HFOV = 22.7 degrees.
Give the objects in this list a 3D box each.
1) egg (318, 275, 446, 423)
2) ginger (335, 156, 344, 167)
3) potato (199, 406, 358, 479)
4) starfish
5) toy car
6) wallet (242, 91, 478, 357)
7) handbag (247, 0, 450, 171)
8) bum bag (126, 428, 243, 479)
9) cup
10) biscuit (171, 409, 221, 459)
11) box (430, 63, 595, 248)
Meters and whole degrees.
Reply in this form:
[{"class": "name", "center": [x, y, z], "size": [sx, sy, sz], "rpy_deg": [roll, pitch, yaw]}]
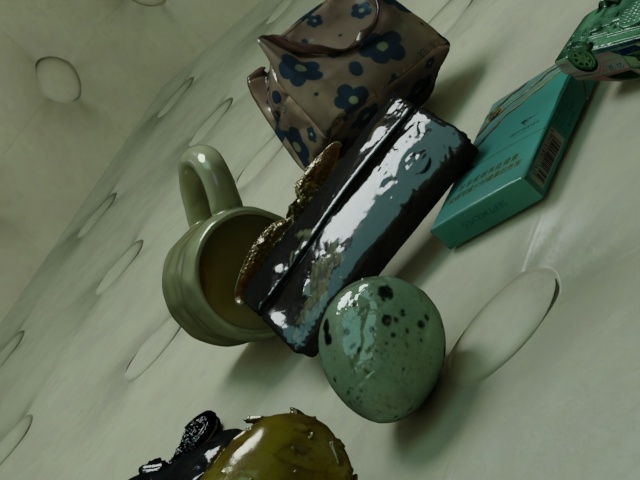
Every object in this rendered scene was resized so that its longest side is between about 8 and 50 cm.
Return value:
[{"class": "egg", "center": [0.062, 0.108, 1.575], "size": [0.131, 0.131, 0.164], "rpy_deg": [-43, 24, 20]}, {"class": "ginger", "center": [0.046, -0.053, 2.131], "size": [0.148, 0.081, 0.334], "rpy_deg": [-16, 32, 25]}, {"class": "potato", "center": [-0.072, 0.294, 1.466], "size": [0.173, 0.140, 0.300], "rpy_deg": [-7, 47, 50]}, {"class": "starfish", "center": [0.001, 0.001, 1.992], "size": [0.247, 0.138, 0.050], "rpy_deg": [-57, -1, -4]}, {"class": "toy car", "center": [0.350, -0.221, 1.694], "size": [0.224, 0.076, 0.090], "rpy_deg": [-9, 39, 55]}, {"class": "wallet", "center": [0.037, -0.023, 1.887], "size": [0.321, 0.044, 0.170], "rpy_deg": [-51, 43, 1]}, {"class": "handbag", "center": [0.030, -0.240, 2.245], "size": [0.251, 0.193, 0.190], "rpy_deg": [-37, -17, -25]}, {"class": "bum bag", "center": [-0.205, 0.311, 1.928], "size": [0.310, 0.074, 0.137], "rpy_deg": [-35, 10, 39]}, {"class": "cup", "center": [-0.138, 0.019, 2.085], "size": [0.173, 0.255, 0.202], "rpy_deg": [-43, 7, -17]}, {"class": "biscuit", "center": [-0.159, 0.253, 2.021], "size": [0.087, 0.027, 0.089], "rpy_deg": [-53, 17, -22]}, {"class": "box", "center": [0.224, -0.105, 1.818], "size": [0.162, 0.041, 0.229], "rpy_deg": [-32, 23, 48]}]
